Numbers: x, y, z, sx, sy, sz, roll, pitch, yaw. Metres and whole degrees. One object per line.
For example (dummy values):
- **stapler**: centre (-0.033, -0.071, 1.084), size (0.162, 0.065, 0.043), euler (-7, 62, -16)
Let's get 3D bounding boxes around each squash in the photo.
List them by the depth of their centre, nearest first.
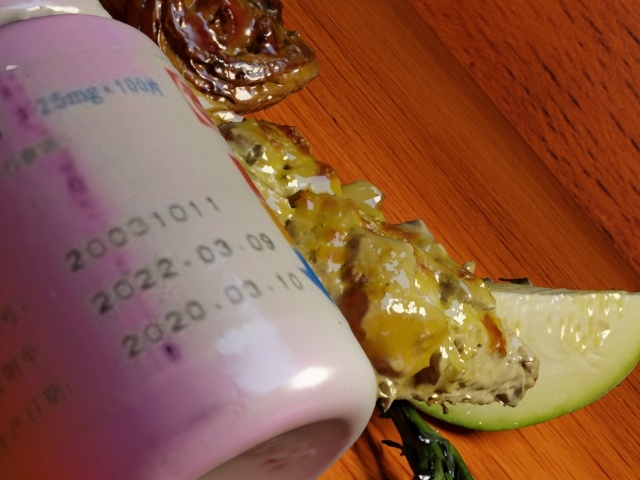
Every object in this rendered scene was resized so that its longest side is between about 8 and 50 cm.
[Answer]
- **squash**: centre (0.154, 0.089, 1.005), size (0.289, 0.203, 0.111), euler (0, 94, -73)

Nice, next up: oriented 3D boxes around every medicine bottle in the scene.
- **medicine bottle**: centre (-0.102, -0.001, 0.505), size (0.254, 0.152, 0.152), euler (54, 17, 19)

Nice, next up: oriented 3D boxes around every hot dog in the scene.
- **hot dog**: centre (-0.081, -0.165, 1.032), size (0.160, 0.099, 0.227), euler (47, 19, -8)

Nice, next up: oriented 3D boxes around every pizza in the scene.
- **pizza**: centre (0.000, 0.000, 0.811), size (0.323, 0.089, 0.223), euler (38, 19, 8)

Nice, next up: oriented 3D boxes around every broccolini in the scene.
- **broccolini**: centre (0.022, 0.107, 0.791), size (0.271, 0.062, 0.123), euler (47, 10, 19)
